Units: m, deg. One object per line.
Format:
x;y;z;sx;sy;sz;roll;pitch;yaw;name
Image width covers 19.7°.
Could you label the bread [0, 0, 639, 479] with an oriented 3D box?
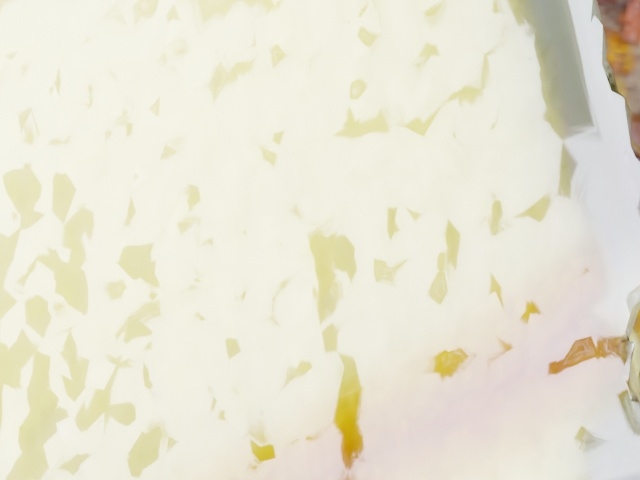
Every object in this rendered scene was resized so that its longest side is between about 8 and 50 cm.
-0.097;0.103;0.454;0.405;0.242;0.345;-32;100;-34;bread
